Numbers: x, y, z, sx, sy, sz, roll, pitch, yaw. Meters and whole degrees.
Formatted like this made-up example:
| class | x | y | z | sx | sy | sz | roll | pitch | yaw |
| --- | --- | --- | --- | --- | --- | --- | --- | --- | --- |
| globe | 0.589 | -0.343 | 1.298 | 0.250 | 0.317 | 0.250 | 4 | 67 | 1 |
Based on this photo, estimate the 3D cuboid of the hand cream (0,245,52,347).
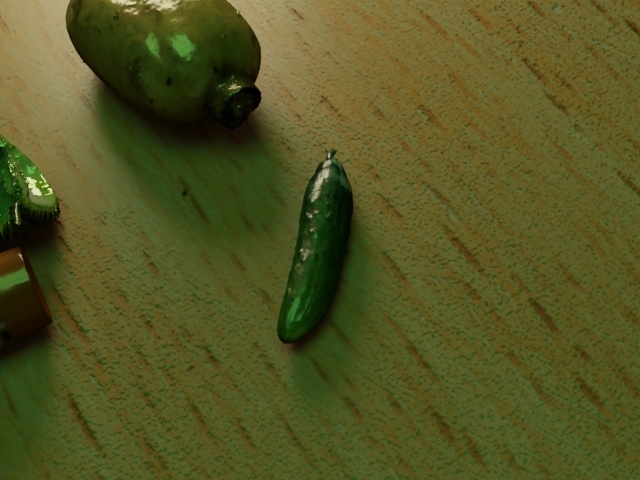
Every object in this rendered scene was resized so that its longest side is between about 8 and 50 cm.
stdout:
| class | x | y | z | sx | sy | sz | roll | pitch | yaw |
| --- | --- | --- | --- | --- | --- | --- | --- | --- | --- |
| hand cream | -0.423 | 0.108 | 1.388 | 0.314 | 0.089 | 0.140 | -20 | 81 | -9 |

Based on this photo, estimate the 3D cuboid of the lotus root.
| class | x | y | z | sx | sy | sz | roll | pitch | yaw |
| --- | --- | --- | --- | --- | --- | --- | --- | --- | --- |
| lotus root | -0.171 | -0.219 | 1.573 | 0.160 | 0.146 | 0.284 | -46 | 62 | -5 |

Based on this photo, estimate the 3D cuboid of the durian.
| class | x | y | z | sx | sy | sz | roll | pitch | yaw |
| --- | --- | --- | --- | --- | --- | --- | --- | --- | --- |
| durian | -0.332 | -0.055 | 1.491 | 0.086 | 0.100 | 0.215 | -27 | 45 | -10 |

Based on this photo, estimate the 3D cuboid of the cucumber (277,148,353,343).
| class | x | y | z | sx | sy | sz | roll | pitch | yaw |
| --- | --- | --- | --- | --- | --- | --- | --- | --- | --- |
| cucumber | 0.000 | 0.000 | 1.441 | 0.056 | 0.056 | 0.250 | 5 | 56 | 10 |
